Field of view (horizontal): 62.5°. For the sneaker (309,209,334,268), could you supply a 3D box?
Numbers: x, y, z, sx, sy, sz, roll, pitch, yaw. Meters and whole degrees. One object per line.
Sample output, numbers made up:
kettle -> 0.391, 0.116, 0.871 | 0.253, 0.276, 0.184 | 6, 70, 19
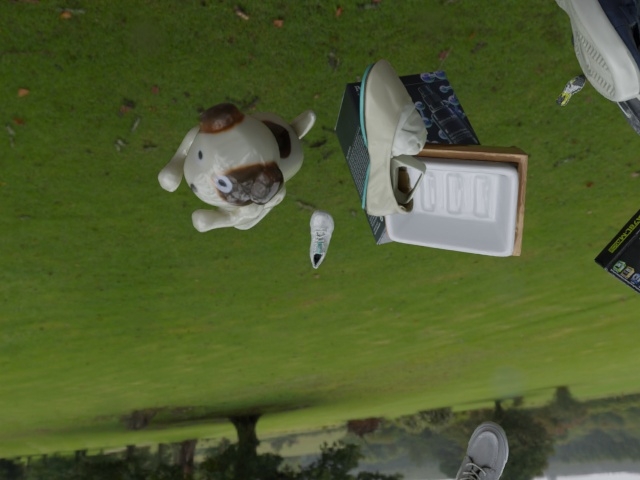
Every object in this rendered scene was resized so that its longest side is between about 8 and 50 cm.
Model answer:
sneaker -> 0.000, 0.000, 1.748 | 0.080, 0.094, 0.212 | 6, 129, 2

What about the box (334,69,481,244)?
box -> 0.245, -0.229, 1.430 | 0.294, 0.395, 0.212 | -12, 156, -14

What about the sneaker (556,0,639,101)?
sneaker -> 0.402, -0.337, 0.700 | 0.148, 0.349, 0.131 | -15, 145, 23

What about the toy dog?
toy dog -> -0.175, -0.175, 1.247 | 0.396, 0.284, 0.408 | -23, -174, 6

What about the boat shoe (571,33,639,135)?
boat shoe -> 0.508, -0.271, 0.902 | 0.084, 0.233, 0.079 | -38, 173, -19

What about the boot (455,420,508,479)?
boot -> 0.362, 0.557, 1.223 | 0.095, 0.258, 0.123 | 16, -172, 27

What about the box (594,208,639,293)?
box -> 0.651, 0.018, 1.000 | 0.191, 0.045, 0.184 | 31, 108, -19

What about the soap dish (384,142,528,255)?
soap dish -> 0.274, -0.095, 1.096 | 0.291, 0.118, 0.228 | 9, 129, 26

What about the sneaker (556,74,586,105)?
sneaker -> 0.553, -0.337, 1.166 | 0.031, 0.035, 0.083 | 36, 145, 2

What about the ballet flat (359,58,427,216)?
ballet flat -> 0.098, -0.117, 0.675 | 0.086, 0.086, 0.248 | -6, 145, 2
